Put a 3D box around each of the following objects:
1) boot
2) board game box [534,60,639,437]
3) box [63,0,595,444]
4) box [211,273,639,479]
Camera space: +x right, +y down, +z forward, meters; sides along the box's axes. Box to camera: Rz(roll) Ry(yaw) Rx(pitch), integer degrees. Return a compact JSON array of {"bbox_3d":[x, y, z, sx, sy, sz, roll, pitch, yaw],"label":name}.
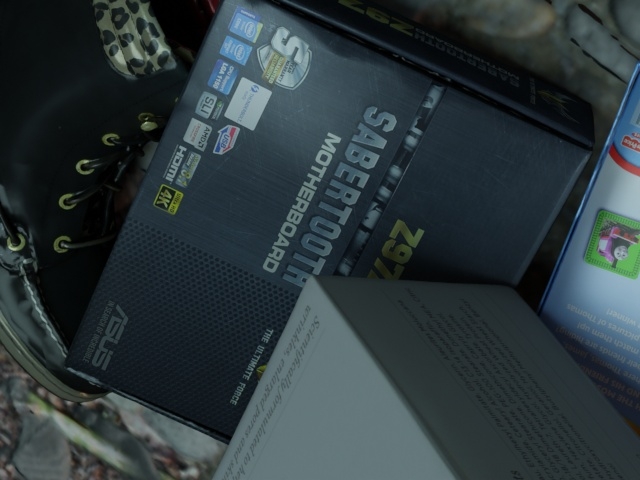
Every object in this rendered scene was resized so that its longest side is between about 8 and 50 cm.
[{"bbox_3d":[-0.114,-0.039,0.842,0.179,0.085,0.236,-19,94,34],"label":"boot"},{"bbox_3d":[0.181,0.045,0.723,0.160,0.039,0.211,25,106,17],"label":"board game box"},{"bbox_3d":[0.000,0.000,0.775,0.183,0.059,0.232,25,117,-6],"label":"box"},{"bbox_3d":[0.046,0.138,0.689,0.182,0.119,0.181,54,128,43],"label":"box"}]
